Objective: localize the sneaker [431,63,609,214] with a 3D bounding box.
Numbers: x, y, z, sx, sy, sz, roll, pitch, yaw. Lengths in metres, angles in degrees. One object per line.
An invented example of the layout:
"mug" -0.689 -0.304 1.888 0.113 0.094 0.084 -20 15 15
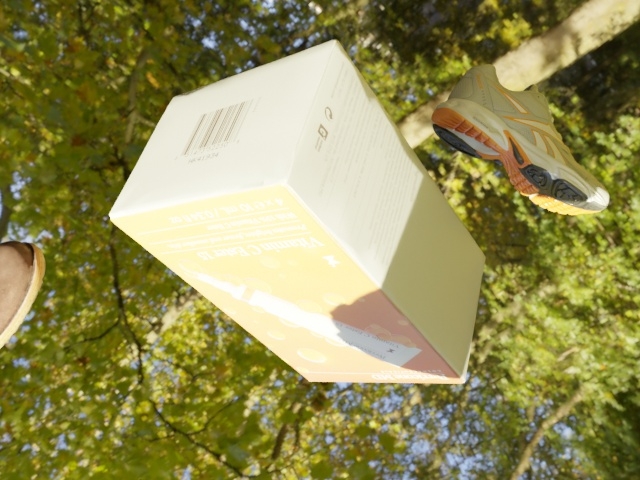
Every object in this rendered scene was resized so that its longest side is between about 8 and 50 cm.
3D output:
"sneaker" 0.282 -0.136 0.861 0.263 0.099 0.121 33 -104 -9

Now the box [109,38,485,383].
"box" 0.000 0.000 0.690 0.345 0.215 0.168 46 -132 -39

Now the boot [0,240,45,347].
"boot" -0.389 0.058 0.566 0.090 0.248 0.207 44 173 33
